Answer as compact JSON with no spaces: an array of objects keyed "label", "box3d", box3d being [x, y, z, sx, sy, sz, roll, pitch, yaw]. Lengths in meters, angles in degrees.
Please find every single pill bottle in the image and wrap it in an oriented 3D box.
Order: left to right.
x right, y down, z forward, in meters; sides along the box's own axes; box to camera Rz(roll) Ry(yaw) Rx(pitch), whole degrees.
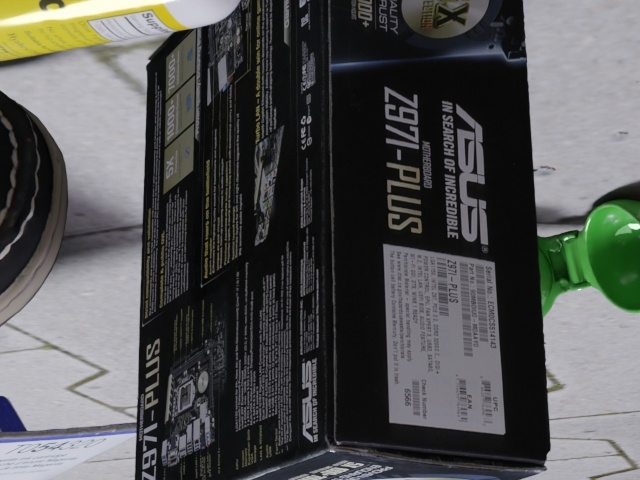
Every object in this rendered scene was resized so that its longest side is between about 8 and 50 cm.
[{"label":"pill bottle","box3d":[-0.059,-0.089,0.413,0.116,0.065,0.065,-7,160,16]}]

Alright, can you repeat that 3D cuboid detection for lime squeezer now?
[{"label":"lime squeezer","box3d":[0.107,0.025,0.709,0.310,0.059,0.110,-11,-157,34]}]

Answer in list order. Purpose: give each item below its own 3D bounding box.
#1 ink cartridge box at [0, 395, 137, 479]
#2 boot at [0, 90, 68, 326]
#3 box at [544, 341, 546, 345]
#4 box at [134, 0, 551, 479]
[{"label":"ink cartridge box","box3d":[-0.304,0.129,0.692,0.330,0.071,0.324,-30,162,23]},{"label":"boot","box3d":[-0.277,-0.048,0.430,0.377,0.138,0.284,3,159,-3]},{"label":"box","box3d":[0.044,0.063,0.881,0.109,0.042,0.178,7,159,-24]},{"label":"box","box3d":[0.000,0.000,0.494,0.077,0.180,0.147,10,158,-28]}]
